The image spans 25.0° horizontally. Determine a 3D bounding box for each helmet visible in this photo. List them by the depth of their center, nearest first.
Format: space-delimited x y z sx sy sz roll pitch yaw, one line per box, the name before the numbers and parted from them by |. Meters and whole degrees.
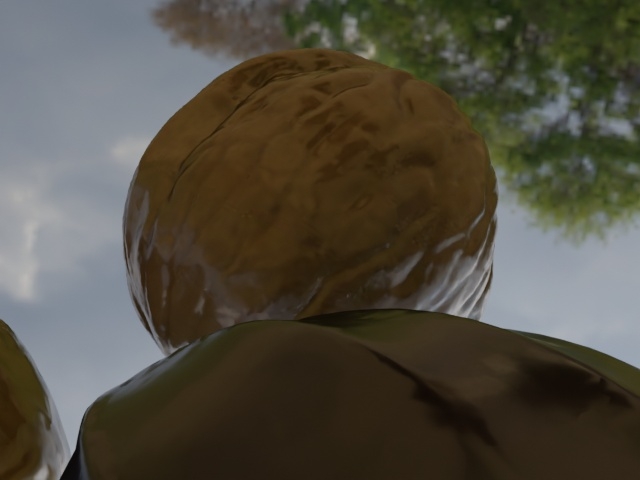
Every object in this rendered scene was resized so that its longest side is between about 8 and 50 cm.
helmet | 0.036 0.110 0.446 0.305 0.177 0.225 -12 152 30

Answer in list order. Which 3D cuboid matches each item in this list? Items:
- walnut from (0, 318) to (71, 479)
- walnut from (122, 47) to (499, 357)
walnut | -0.302 0.138 0.847 0.333 0.332 0.333 8 -164 -2
walnut | 0.000 0.000 0.827 0.228 0.228 0.228 8 -164 -2
